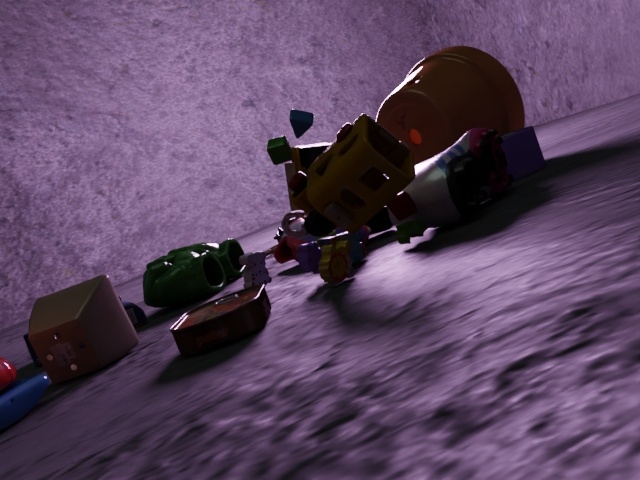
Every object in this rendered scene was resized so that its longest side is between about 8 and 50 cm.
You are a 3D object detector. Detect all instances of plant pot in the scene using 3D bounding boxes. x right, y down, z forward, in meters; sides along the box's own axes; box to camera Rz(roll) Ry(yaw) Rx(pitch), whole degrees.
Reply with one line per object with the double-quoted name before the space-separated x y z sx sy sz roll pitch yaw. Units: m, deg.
"plant pot" -0.315 0.124 1.113 0.109 0.109 0.096 -20 17 8
"plant pot" 0.254 -0.244 1.816 0.203 0.291 0.290 -30 10 -41

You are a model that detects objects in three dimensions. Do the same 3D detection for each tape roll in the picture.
"tape roll" 0.321 -0.146 1.615 0.188 0.080 0.189 -20 4 1

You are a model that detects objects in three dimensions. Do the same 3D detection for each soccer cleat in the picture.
"soccer cleat" 0.000 0.000 1.407 0.095 0.083 0.248 -48 17 -18
"soccer cleat" 0.197 -0.097 1.317 0.143 0.116 0.331 -15 7 27

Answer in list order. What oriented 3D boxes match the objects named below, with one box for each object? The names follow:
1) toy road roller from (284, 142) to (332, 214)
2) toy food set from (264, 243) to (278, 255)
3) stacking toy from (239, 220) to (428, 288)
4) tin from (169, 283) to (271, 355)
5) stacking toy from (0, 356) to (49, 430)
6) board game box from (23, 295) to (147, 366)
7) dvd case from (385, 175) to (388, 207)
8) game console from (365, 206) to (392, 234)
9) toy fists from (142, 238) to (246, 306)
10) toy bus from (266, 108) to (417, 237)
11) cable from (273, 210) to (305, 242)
"toy road roller" 0.056 -0.147 2.142 0.240 0.203 0.329 -9 7 -13
"toy food set" -0.088 0.017 1.899 0.122 0.019 0.078 -30 6 -14
"stacking toy" 0.020 0.019 1.164 0.166 0.052 0.221 -7 7 42
"tin" -0.112 0.090 0.991 0.106 0.040 0.190 -16 5 3
"stacking toy" -0.442 0.076 0.916 0.165 0.302 0.175 -19 6 18
"board game box" -0.409 0.146 1.495 0.194 0.060 0.194 -22 5 -16
"dvd case" 0.121 -0.096 1.688 0.238 0.030 0.179 1 22 26
"game console" 0.066 -0.049 1.431 0.071 0.107 0.122 -48 -9 -19
"toy fists" -0.242 0.057 1.596 0.142 0.096 0.279 -20 6 13
"toy bus" 0.029 -0.062 1.114 0.190 0.202 0.104 -3 36 6
"cable" -0.005 -0.037 1.757 0.184 0.047 0.150 -34 20 -13
